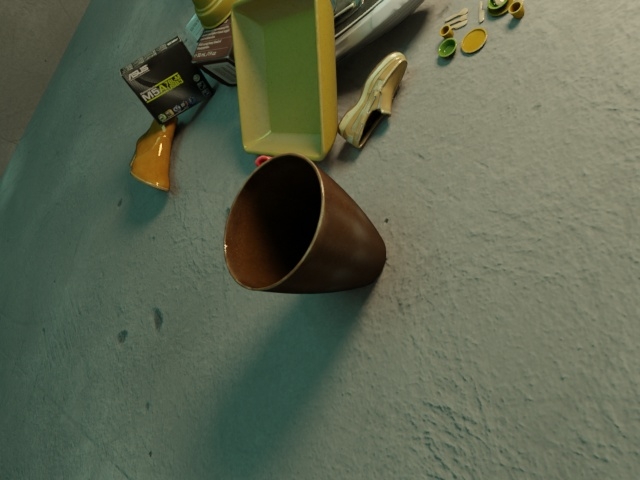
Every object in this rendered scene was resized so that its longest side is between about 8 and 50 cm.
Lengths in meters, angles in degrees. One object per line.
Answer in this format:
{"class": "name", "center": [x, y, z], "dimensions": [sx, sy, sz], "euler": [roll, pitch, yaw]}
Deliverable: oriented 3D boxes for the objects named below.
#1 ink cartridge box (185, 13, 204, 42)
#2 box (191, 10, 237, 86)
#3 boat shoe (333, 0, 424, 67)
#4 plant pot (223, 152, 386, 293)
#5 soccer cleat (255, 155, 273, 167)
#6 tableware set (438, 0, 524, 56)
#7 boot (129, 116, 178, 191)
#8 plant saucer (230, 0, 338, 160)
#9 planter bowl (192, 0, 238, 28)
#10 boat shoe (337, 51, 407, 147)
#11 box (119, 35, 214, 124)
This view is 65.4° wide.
{"class": "ink cartridge box", "center": [-0.319, -0.631, 1.436], "dimensions": [0.104, 0.062, 0.181], "euler": [-44, 10, 22]}
{"class": "box", "center": [-0.175, -0.609, 1.306], "dimensions": [0.191, 0.143, 0.380], "euler": [15, 82, 46]}
{"class": "boat shoe", "center": [0.066, -0.450, 0.992], "dimensions": [0.335, 0.121, 0.119], "euler": [-23, 99, 37]}
{"class": "plant pot", "center": [0.000, 0.000, 0.819], "dimensions": [0.216, 0.231, 0.215], "euler": [-18, 62, 39]}
{"class": "soccer cleat", "center": [-0.062, -0.086, 1.010], "dimensions": [0.083, 0.095, 0.248], "euler": [-49, 45, 22]}
{"class": "tableware set", "center": [0.274, -0.378, 0.861], "dimensions": [0.154, 0.024, 0.103], "euler": [-8, 68, 41]}
{"class": "boot", "center": [-0.482, -0.278, 1.487], "dimensions": [0.295, 0.104, 0.211], "euler": [38, 101, 49]}
{"class": "plant saucer", "center": [-0.068, -0.345, 1.046], "dimensions": [0.333, 0.081, 0.332], "euler": [18, 115, 52]}
{"class": "planter bowl", "center": [-0.275, -0.657, 1.259], "dimensions": [0.217, 0.090, 0.217], "euler": [-18, 62, 39]}
{"class": "boat shoe", "center": [0.112, -0.260, 0.947], "dimensions": [0.072, 0.068, 0.190], "euler": [50, 119, 30]}
{"class": "box", "center": [-0.426, -0.445, 1.401], "dimensions": [0.191, 0.184, 0.045], "euler": [-30, 51, -1]}
